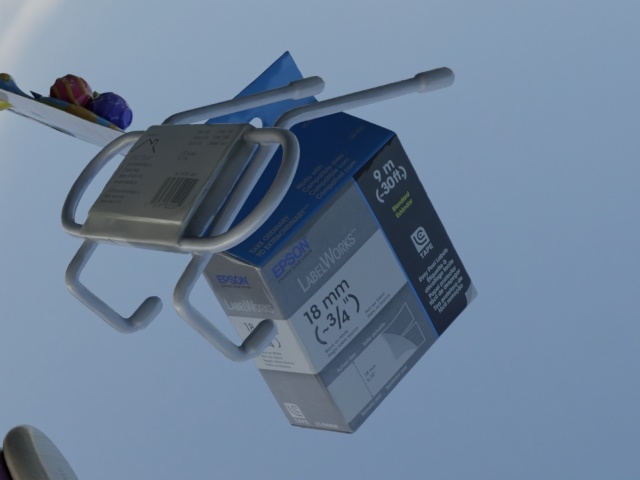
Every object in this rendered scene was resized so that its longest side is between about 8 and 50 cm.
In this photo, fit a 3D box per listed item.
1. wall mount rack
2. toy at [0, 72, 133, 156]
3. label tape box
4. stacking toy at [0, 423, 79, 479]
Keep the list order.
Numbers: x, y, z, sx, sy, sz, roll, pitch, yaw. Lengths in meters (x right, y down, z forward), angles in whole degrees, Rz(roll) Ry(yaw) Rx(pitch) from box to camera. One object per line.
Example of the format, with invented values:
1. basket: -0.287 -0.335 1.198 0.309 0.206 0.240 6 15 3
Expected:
1. wall mount rack: -0.062 -0.054 1.343 0.350 0.130 0.304 6 -120 57
2. toy: -0.258 -0.141 1.693 0.237 0.137 0.056 16 -98 19
3. label tape box: 0.000 0.000 1.705 0.106 0.334 0.240 2 -141 48
4. stacking toy: -0.399 0.329 1.647 0.330 0.141 0.141 -33 -151 -1
